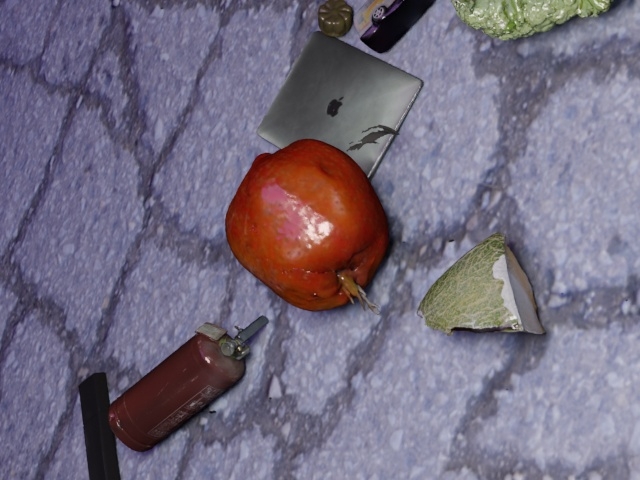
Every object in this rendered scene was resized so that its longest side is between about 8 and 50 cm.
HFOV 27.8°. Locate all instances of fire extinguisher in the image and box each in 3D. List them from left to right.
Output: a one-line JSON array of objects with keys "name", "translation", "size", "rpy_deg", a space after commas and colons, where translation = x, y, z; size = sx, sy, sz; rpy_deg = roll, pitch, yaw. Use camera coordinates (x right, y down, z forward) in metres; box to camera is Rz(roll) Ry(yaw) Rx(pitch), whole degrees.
[{"name": "fire extinguisher", "translation": [-0.189, 0.199, 1.885], "size": [0.269, 0.105, 0.104], "rpy_deg": [-40, 49, 25]}]

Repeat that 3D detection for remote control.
[{"name": "remote control", "translation": [-0.348, 0.321, 2.030], "size": [0.063, 0.025, 0.245], "rpy_deg": [-40, 49, 30]}]

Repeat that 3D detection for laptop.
[{"name": "laptop", "translation": [0.024, -0.193, 1.901], "size": [0.269, 0.015, 0.187], "rpy_deg": [34, 97, 46]}]

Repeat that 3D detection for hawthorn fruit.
[{"name": "hawthorn fruit", "translation": [0.000, 0.000, 1.716], "size": [0.211, 0.211, 0.299], "rpy_deg": [-49, 56, 17]}]

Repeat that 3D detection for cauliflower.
[{"name": "cauliflower", "translation": [0.273, -0.396, 1.582], "size": [0.272, 0.250, 0.275], "rpy_deg": [-2, 76, 45]}]

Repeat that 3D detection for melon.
[{"name": "melon", "translation": [0.202, 0.058, 1.570], "size": [0.202, 0.093, 0.139], "rpy_deg": [6, 80, 54]}]

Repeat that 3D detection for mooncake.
[{"name": "mooncake", "translation": [0.044, -0.229, 1.832], "size": [0.150, 0.057, 0.347], "rpy_deg": [-29, 44, -8]}]

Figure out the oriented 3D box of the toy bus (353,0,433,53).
[{"name": "toy bus", "translation": [0.120, -0.350, 1.849], "size": [0.172, 0.057, 0.072], "rpy_deg": [-45, 41, 19]}]
